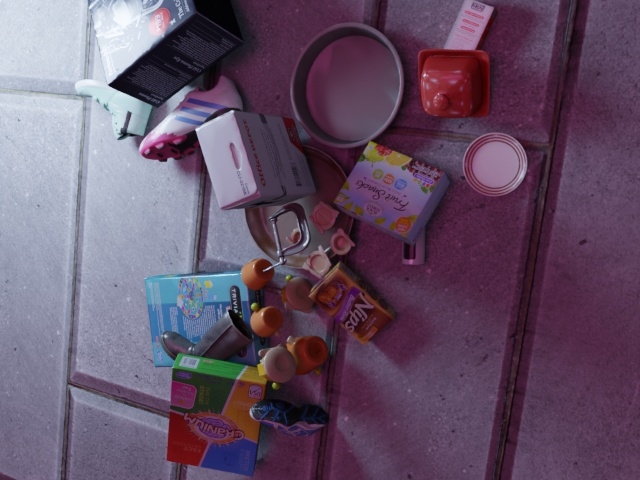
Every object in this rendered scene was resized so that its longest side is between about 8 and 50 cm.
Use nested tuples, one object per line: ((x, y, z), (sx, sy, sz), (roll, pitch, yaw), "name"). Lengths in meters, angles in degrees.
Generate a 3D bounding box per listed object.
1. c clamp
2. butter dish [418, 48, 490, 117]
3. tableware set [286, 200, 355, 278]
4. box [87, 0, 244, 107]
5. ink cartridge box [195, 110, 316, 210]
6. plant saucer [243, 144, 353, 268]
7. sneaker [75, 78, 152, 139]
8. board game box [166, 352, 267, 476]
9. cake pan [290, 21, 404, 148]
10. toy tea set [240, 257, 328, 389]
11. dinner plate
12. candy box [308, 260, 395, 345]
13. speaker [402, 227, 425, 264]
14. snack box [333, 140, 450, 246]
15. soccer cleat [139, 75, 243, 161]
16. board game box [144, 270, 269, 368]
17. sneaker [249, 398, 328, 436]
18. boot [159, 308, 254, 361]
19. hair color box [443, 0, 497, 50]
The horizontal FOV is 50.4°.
((-0.090, -0.014, 1.667), (0.137, 0.022, 0.160), (-18, 61, 20), "c clamp")
((0.277, -0.323, 1.475), (0.160, 0.118, 0.159), (9, 130, 25), "butter dish")
((0.000, 0.000, 1.662), (0.169, 0.020, 0.141), (-45, 77, 22), "tableware set")
((-0.402, -0.574, 1.715), (0.313, 0.179, 0.343), (-30, 66, 26), "box")
((-0.142, -0.182, 1.571), (0.114, 0.273, 0.196), (-19, 86, 26), "ink cartridge box")
((-0.051, -0.084, 1.715), (0.311, 0.050, 0.310), (2, 96, 25), "plant saucer")
((-0.596, -0.365, 1.916), (0.256, 0.094, 0.151), (14, 95, 21), "sneaker")
((-0.271, 0.459, 1.777), (0.242, 0.064, 0.316), (10, 116, 1), "board game box")
((0.068, -0.367, 1.627), (0.293, 0.054, 0.293), (3, 97, 25), "cake pan")
((-0.105, 0.203, 1.711), (0.124, 0.200, 0.335), (-33, 65, 52), "toy tea set")
((0.389, -0.169, 1.515), (0.141, 0.017, 0.141), (3, 96, 26), "dinner plate")
((0.078, 0.152, 1.645), (0.187, 0.053, 0.109), (41, 112, -6), "candy box")
((0.218, -0.013, 1.591), (0.055, 0.055, 0.136), (3, 96, 25), "speaker")
((0.162, -0.109, 1.552), (0.207, 0.070, 0.174), (29, 84, 31), "snack box")
((-0.346, -0.322, 1.810), (0.331, 0.116, 0.143), (-21, 70, 23), "soccer cleat")
((-0.310, 0.215, 1.851), (0.336, 0.079, 0.253), (-4, 94, 26), "board game box")
((-0.085, 0.457, 1.715), (0.081, 0.211, 0.080), (-56, 30, 29), "sneaker")
((-0.297, 0.251, 1.763), (0.190, 0.076, 0.208), (42, 119, 0), "boot")
((0.326, -0.453, 1.501), (0.072, 0.043, 0.141), (29, 108, 19), "hair color box")
